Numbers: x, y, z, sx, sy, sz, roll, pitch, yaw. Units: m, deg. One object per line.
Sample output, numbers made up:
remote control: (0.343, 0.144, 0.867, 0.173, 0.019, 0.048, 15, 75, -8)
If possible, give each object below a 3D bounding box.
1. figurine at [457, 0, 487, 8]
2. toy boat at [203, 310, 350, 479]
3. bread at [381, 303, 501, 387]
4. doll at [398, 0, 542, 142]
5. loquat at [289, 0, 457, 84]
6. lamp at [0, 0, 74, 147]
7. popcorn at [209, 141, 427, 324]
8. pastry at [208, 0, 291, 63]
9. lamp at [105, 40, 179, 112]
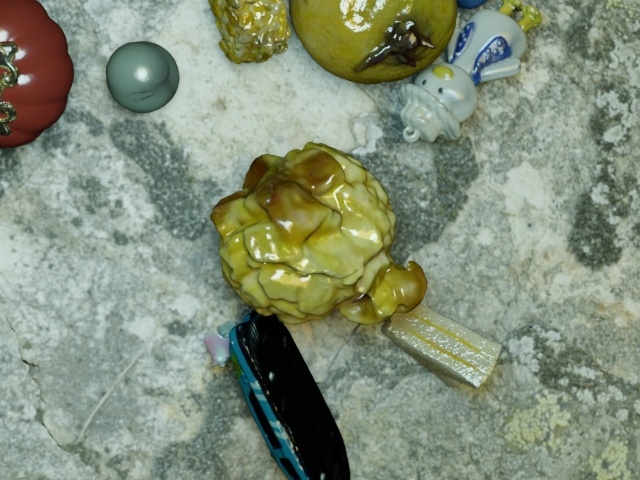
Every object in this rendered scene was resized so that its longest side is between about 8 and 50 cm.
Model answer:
figurine: (0.261, -0.420, 1.760, 0.149, 0.087, 0.086, -28, 76, -28)
toy boat: (-0.062, 0.251, 1.634, 0.092, 0.134, 0.299, -23, 96, 23)
bread: (0.180, 0.150, 1.690, 0.152, 0.105, 0.077, 37, 73, -10)
doll: (0.221, -0.258, 1.716, 0.138, 0.119, 0.293, 36, 77, 25)
loquat: (0.080, -0.329, 1.619, 0.244, 0.244, 0.244, 1, 87, -14)
lamp: (-0.440, -0.233, 1.508, 0.227, 0.227, 0.227, 1, 87, -14)
popcorn: (0.000, 0.000, 1.599, 0.332, 0.225, 0.265, 24, 60, -19)
pastry: (-0.119, -0.378, 1.623, 0.102, 0.154, 0.250, -20, 99, -17)
lamp: (-0.253, -0.233, 1.601, 0.105, 0.105, 0.105, 1, 87, -14)
